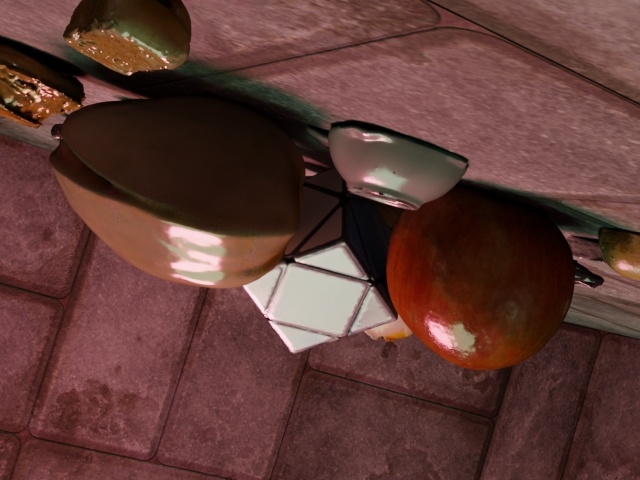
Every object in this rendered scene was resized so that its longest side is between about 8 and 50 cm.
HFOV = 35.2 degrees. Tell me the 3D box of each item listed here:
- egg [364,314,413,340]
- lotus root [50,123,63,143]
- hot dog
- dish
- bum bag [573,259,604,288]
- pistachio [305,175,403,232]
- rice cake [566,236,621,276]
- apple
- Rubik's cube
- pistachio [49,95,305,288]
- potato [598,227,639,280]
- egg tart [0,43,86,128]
[{"bbox_3d":[0.201,0.109,2.583,0.264,0.286,0.174,50,155,-7],"label":"egg"},{"bbox_3d":[-0.526,-0.222,2.297,0.113,0.088,0.192,-9,158,44],"label":"lotus root"},{"bbox_3d":[-0.181,-0.207,0.955,0.084,0.073,0.242,23,177,-24],"label":"hot dog"},{"bbox_3d":[0.084,-0.095,1.390,0.246,0.078,0.224,15,177,38],"label":"dish"},{"bbox_3d":[0.422,0.035,1.932,0.248,0.060,0.123,19,177,-10],"label":"bum bag"},{"bbox_3d":[0.045,-0.025,1.896,0.288,0.166,0.197,20,166,-12],"label":"pistachio"},{"bbox_3d":[0.519,0.038,1.654,0.127,0.043,0.237,21,174,-33],"label":"rice cake"},{"bbox_3d":[0.245,0.066,1.590,0.301,0.302,0.301,17,177,1],"label":"apple"},{"bbox_3d":[0.000,0.031,1.691,0.207,0.205,0.205,-19,128,18],"label":"Rubik's cube"},{"bbox_3d":[-0.200,-0.089,1.499,0.365,0.282,0.445,3,-159,-46],"label":"pistachio"},{"bbox_3d":[0.465,0.024,1.527,0.096,0.066,0.103,25,174,-42],"label":"potato"},{"bbox_3d":[-0.488,-0.248,1.599,0.241,0.106,0.241,22,177,1],"label":"egg tart"}]
